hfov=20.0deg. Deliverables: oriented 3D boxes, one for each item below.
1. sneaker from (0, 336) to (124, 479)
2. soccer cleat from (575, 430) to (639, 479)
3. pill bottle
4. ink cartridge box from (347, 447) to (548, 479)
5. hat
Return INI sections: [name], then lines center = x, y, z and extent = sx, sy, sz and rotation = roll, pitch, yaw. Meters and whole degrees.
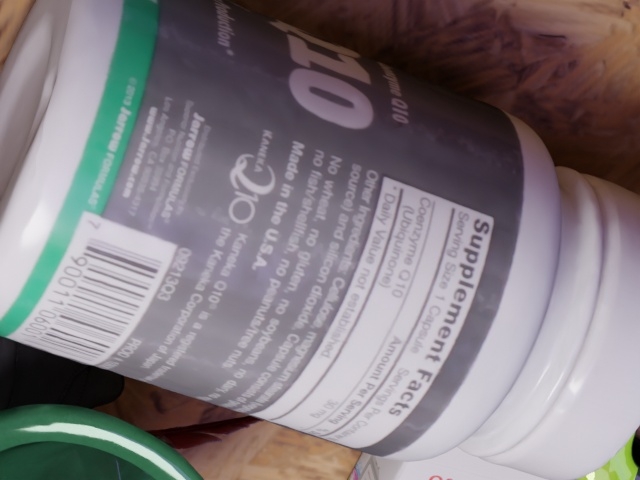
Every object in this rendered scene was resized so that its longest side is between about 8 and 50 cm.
[sneaker]
center = -0.207, 0.164, 1.118
extent = 0.130, 0.109, 0.286
rotation = 11, 124, -26
[soccer cleat]
center = 0.241, 0.179, 1.215
extent = 0.179, 0.060, 0.072
rotation = 38, 109, -24
[pill bottle]
center = 0.000, 0.000, 0.979
extent = 0.361, 0.204, 0.204
rotation = 20, 117, -20
[ink cartridge box]
center = 0.080, 0.174, 1.183
extent = 0.115, 0.067, 0.198
rotation = 17, 120, -18
[hat]
center = -0.118, 0.142, 1.092
extent = 0.208, 0.183, 0.173
rotation = 22, 113, -3
